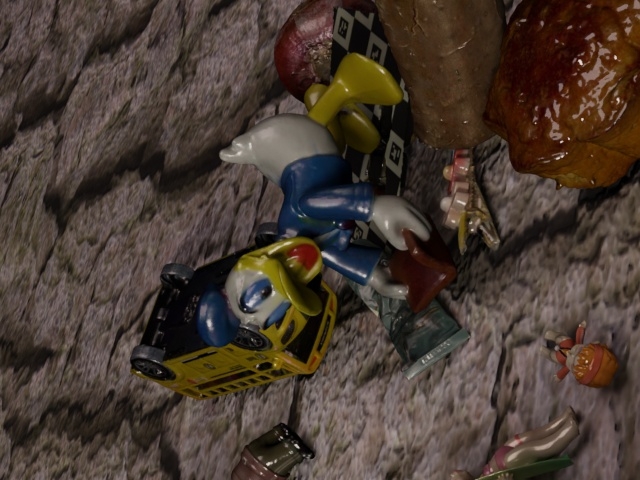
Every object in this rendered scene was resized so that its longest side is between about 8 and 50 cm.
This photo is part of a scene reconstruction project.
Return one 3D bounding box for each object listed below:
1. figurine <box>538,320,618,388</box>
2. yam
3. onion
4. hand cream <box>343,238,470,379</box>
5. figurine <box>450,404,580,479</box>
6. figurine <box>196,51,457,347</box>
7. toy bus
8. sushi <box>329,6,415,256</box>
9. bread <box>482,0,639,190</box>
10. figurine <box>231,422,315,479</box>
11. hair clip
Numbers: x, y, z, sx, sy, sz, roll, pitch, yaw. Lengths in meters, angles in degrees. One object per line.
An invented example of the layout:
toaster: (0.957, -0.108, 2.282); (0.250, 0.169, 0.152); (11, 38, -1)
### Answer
figurine: (0.234, 0.105, 1.334); (0.064, 0.047, 0.109); (-69, 20, 2)
yam: (0.133, -0.223, 1.546); (0.128, 0.238, 0.129); (-5, 42, 21)
onion: (0.022, -0.248, 1.875); (0.159, 0.159, 0.195); (-51, 8, 19)
hand cream: (0.077, 0.065, 1.607); (0.075, 0.052, 0.248); (-56, 30, 12)
figurine: (0.166, 0.224, 1.332); (0.187, 0.083, 0.083); (-41, 33, 11)
figurine: (0.000, 0.000, 1.550); (0.338, 0.283, 0.204); (-48, -16, -21)
toy bus: (-0.093, 0.095, 1.754); (0.331, 0.151, 0.145); (-21, 43, 52)
sushi: (0.071, -0.129, 1.726); (0.192, 0.043, 0.279); (27, 117, 59)
bread: (0.258, -0.161, 1.427); (0.247, 0.135, 0.232); (21, 84, 60)
figurine: (-0.091, 0.294, 1.655); (0.196, 0.108, 0.114); (-44, 40, -4)
hair clip: (0.155, -0.065, 1.596); (0.062, 0.056, 0.213); (100, 170, -46)
